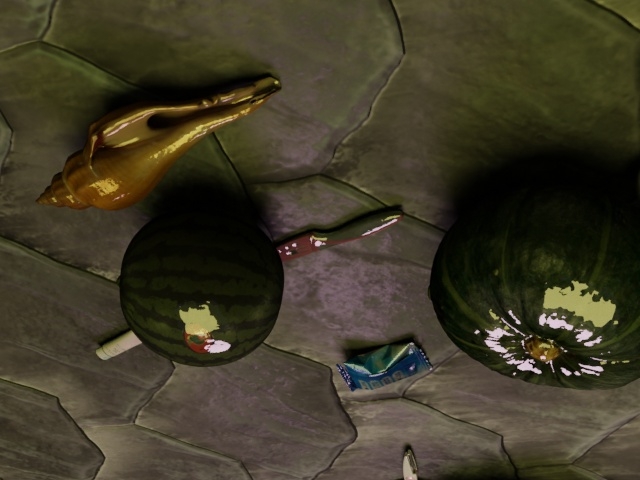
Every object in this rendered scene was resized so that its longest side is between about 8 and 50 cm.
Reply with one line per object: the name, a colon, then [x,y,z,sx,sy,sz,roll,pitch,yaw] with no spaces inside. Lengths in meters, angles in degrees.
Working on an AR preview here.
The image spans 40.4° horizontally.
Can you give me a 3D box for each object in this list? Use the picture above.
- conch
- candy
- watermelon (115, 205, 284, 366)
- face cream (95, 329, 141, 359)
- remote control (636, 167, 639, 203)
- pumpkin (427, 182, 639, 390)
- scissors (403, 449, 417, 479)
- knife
conch: [-0.198,-0.120,1.027,0.330,0.093,0.109,-29,111,6]
candy: [0.100,0.196,1.342,0.136,0.038,0.088,-17,135,10]
watermelon: [-0.152,0.056,1.104,0.212,0.212,0.212,3,136,3]
face cream: [-0.305,0.158,1.361,0.115,0.020,0.038,-27,126,26]
remote control: [0.447,-0.019,1.050,0.221,0.078,0.042,38,147,-28]
pumpkin: [0.282,0.053,1.048,0.300,0.207,0.300,14,153,7]
scissors: [0.164,0.429,1.583,0.085,0.022,0.176,1,138,13]
knife: [0.000,0.000,1.165,0.247,0.018,0.035,-19,133,25]
